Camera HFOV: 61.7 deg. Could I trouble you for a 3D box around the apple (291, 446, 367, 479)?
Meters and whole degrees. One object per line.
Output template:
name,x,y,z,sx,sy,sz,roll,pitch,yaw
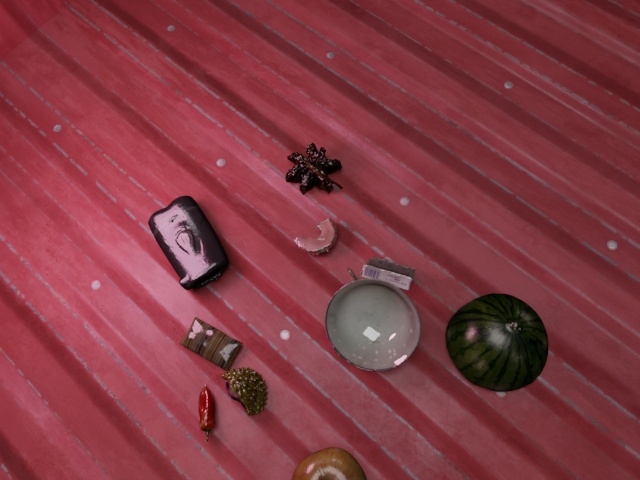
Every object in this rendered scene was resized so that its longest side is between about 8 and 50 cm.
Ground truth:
apple,0.028,0.756,1.603,0.260,0.194,0.261,-2,71,6

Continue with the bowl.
bowl,0.178,0.258,1.783,0.313,0.146,0.314,2,103,11

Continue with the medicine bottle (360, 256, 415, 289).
medicine bottle,0.232,0.108,1.827,0.171,0.201,0.052,16,98,9

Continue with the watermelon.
watermelon,0.581,0.320,1.730,0.330,0.189,0.331,-4,66,9

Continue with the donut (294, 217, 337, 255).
donut,0.000,0.000,1.957,0.166,0.065,0.117,-33,69,-6

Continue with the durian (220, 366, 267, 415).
durian,-0.247,0.483,1.774,0.119,0.108,0.187,-36,71,-8

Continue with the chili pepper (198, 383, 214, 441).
chili pepper,-0.379,0.573,1.782,0.059,0.050,0.191,-32,52,33

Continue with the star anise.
star anise,-0.030,-0.278,2.035,0.220,0.126,0.190,-7,65,6

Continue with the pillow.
pillow,-0.382,0.360,1.870,0.203,0.038,0.113,27,77,15

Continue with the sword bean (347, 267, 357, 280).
sword bean,0.121,0.132,1.925,0.012,0.012,0.083,-30,69,-6

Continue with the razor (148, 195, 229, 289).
razor,-0.485,0.007,1.970,0.204,0.113,0.349,-31,72,-6
